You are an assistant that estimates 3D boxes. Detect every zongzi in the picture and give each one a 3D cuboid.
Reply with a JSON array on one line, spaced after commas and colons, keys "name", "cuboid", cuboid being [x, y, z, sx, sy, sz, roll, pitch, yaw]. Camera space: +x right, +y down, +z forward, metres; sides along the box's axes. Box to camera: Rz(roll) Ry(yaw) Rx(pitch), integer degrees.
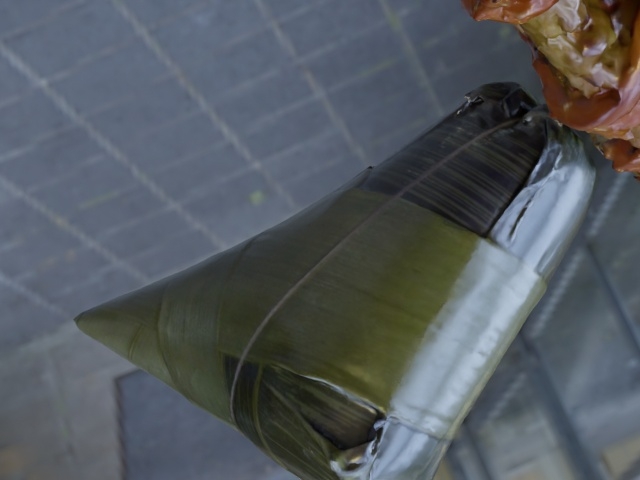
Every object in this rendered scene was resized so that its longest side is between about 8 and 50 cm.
[{"name": "zongzi", "cuboid": [0.000, 0.000, 1.226, 0.289, 0.318, 0.154, -57, 145, -8]}]

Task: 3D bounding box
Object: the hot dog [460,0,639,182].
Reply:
[{"name": "hot dog", "cuboid": [0.135, -0.068, 0.523, 0.158, 0.117, 0.349, -14, 152, 28]}]
